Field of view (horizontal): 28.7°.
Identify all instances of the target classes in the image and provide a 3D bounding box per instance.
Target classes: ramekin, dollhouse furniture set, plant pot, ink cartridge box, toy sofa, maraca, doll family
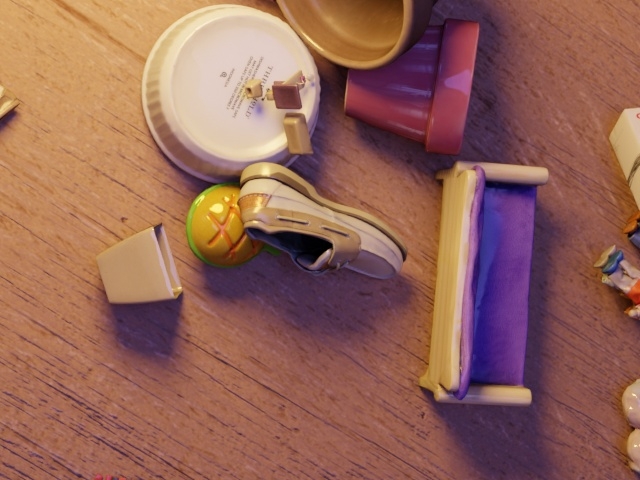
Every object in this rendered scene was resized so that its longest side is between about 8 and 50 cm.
[{"bbox_3d":[-0.123,-0.217,1.825,0.273,0.127,0.272,0,90,-12],"label":"ramekin"},{"bbox_3d":[-0.042,-0.183,1.774,0.081,0.091,0.114,-44,130,-48],"label":"dollhouse furniture set"},{"bbox_3d":[0.092,-0.401,1.739,0.229,0.263,0.263,-38,99,-32],"label":"plant pot"},{"bbox_3d":[0.553,-0.115,1.949,0.140,0.082,0.190,-7,59,-12],"label":"ink cartridge box"},{"bbox_3d":[0.253,0.065,1.885,0.150,0.177,0.362,5,89,-12],"label":"toy sofa"},{"bbox_3d":[0.133,-0.236,1.856,0.180,0.201,0.201,9,89,3],"label":"plant pot"},{"bbox_3d":[-0.117,-0.024,1.848,0.186,0.099,0.127,-6,103,-37],"label":"maraca"},{"bbox_3d":[-0.265,0.041,1.815,0.096,0.109,0.109,-16,94,2],"label":"plant pot"},{"bbox_3d":[0.541,0.042,1.994,0.163,0.118,0.263,43,64,-3],"label":"doll family"}]

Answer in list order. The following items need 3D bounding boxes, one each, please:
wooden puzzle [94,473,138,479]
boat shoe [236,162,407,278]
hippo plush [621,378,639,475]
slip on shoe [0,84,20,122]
[{"bbox_3d":[-0.300,0.376,1.856,0.083,0.006,0.049,12,88,-12],"label":"wooden puzzle"},{"bbox_3d":[0.000,0.000,1.826,0.302,0.113,0.103,27,56,-30],"label":"boat shoe"},{"bbox_3d":[0.627,0.316,1.937,0.294,0.236,0.234,33,84,-11],"label":"hippo plush"},{"bbox_3d":[-0.482,-0.158,1.789,0.041,0.051,0.135,34,76,-8],"label":"slip on shoe"}]
